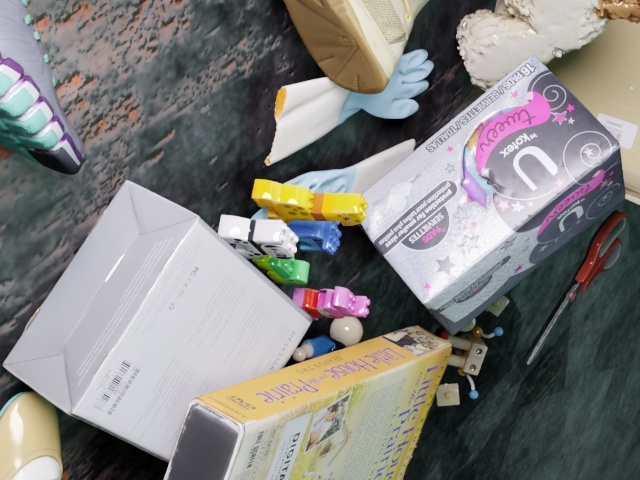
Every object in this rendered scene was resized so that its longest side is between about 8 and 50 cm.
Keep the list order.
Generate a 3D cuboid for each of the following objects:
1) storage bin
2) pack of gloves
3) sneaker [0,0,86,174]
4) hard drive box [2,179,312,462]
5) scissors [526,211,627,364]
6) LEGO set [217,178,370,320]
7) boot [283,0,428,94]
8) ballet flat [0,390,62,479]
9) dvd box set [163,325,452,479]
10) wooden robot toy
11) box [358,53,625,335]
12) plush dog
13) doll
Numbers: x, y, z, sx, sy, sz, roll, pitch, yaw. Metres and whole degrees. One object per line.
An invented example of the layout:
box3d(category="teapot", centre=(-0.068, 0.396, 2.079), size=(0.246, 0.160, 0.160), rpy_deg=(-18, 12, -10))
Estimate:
box3d(category="storage bin", centre=(0.404, -0.187, 1.355), size=(0.123, 0.262, 0.260), rpy_deg=(-12, 122, -50))
box3d(category="pack of gloves", centre=(0.013, -0.096, 1.087), size=(0.232, 0.046, 0.195), rpy_deg=(-22, 141, -43))
box3d(category="sneaker", centre=(-0.199, -0.132, 0.707), size=(0.098, 0.083, 0.223), rpy_deg=(-59, 147, -17))
box3d(category="hard drive box", centre=(-0.127, 0.086, 0.951), size=(0.181, 0.089, 0.232), rpy_deg=(-57, 147, -10))
box3d(category="scissors", centre=(0.408, 0.069, 1.772), size=(0.297, 0.021, 0.109), rpy_deg=(-43, 145, -27))
box3d(category="LEGO set", centre=(0.000, 0.000, 1.007), size=(0.227, 0.093, 0.087), rpy_deg=(48, 47, -61))
box3d(category="boot", centre=(0.037, -0.281, 0.927), size=(0.203, 0.095, 0.262), rpy_deg=(-56, 135, -26))
box3d(category="ballet flat", centre=(-0.249, 0.237, 0.899), size=(0.080, 0.073, 0.232), rpy_deg=(8, 105, -57))
box3d(category="dvd box set", centre=(-0.026, 0.256, 1.104), size=(0.420, 0.062, 0.307), rpy_deg=(-10, 123, -59))
box3d(category="wooden robot toy", centre=(0.191, 0.136, 1.486), size=(0.079, 0.076, 0.173), rpy_deg=(-84, -166, -80))
box3d(category="box", centre=(0.178, -0.040, 1.153), size=(0.247, 0.142, 0.163), rpy_deg=(-40, 157, 3))
box3d(category="plush dog", centre=(0.253, -0.306, 1.157), size=(0.262, 0.211, 0.225), rpy_deg=(78, 23, -46))
box3d(category="doll", centre=(-0.015, 0.154, 1.199), size=(0.189, 0.046, 0.129), rpy_deg=(-48, 145, -23))
